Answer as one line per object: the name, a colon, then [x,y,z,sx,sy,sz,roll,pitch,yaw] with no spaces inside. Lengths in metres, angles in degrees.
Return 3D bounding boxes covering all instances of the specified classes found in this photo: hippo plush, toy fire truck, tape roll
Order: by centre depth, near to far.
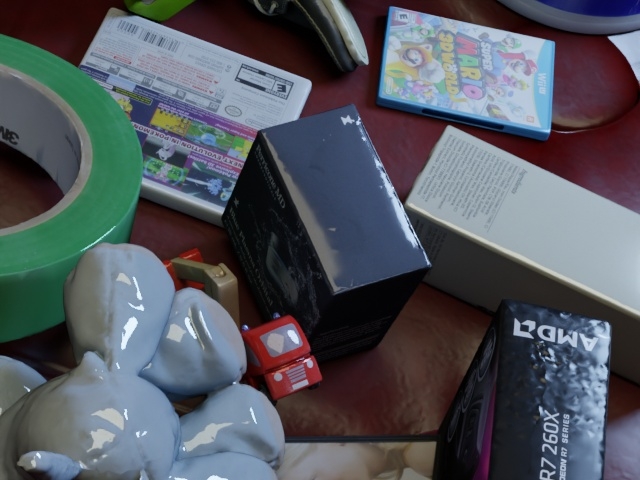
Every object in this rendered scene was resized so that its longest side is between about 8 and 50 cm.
hippo plush: [-0.178,0.175,1.352,0.234,0.236,0.294,48,30,-24]
tape roll: [-0.305,-0.052,1.484,0.321,0.077,0.321,10,39,-9]
toy fire truck: [-0.073,0.068,1.485,0.047,0.192,0.135,-22,91,-25]

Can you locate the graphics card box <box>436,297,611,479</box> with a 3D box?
graphics card box: [0.128,0.256,1.338,0.094,0.233,0.371,13,54,-3]

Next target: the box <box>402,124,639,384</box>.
box: [0.203,0.016,1.614,0.275,0.094,0.113,27,54,6]

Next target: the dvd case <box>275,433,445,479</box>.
dvd case: [-0.038,0.225,1.389,0.253,0.022,0.180,-3,52,16]

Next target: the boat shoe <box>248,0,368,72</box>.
boat shoe: [-0.034,-0.245,1.772,0.079,0.084,0.233,-38,73,9]

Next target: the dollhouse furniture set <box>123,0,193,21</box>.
dollhouse furniture set: [-0.171,-0.386,1.721,0.197,0.151,0.301,-33,66,13]

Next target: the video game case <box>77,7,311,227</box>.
video game case: [-0.129,-0.109,1.672,0.201,0.023,0.183,21,53,1]

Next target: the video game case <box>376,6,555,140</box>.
video game case: [0.140,-0.160,1.776,0.166,0.015,0.119,12,53,-5]

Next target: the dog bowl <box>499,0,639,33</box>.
dog bowl: [0.266,-0.340,1.879,0.265,0.104,0.265,6,54,-8]

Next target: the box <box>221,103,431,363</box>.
box: [0.000,0.000,1.525,0.093,0.158,0.156,-16,68,-23]
